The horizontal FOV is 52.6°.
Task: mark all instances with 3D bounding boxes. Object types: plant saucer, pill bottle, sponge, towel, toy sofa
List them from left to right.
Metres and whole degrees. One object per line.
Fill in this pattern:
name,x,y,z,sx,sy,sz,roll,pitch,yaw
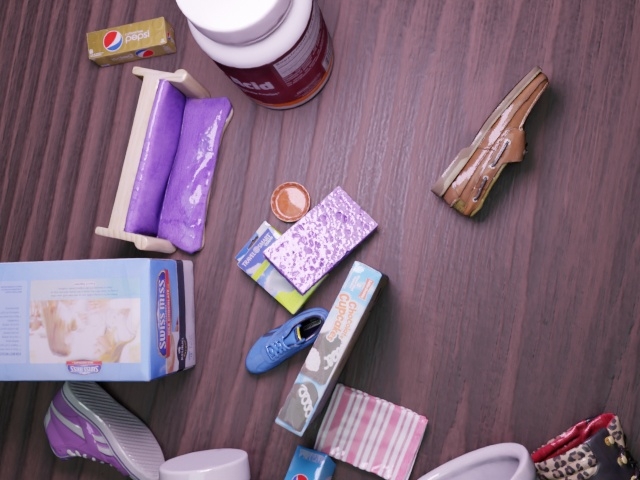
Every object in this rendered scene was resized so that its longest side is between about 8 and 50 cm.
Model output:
toy sofa,-0.313,-0.157,1.329,0.177,0.150,0.363,12,88,11
pill bottle,-0.205,0.598,1.225,0.204,0.204,0.361,-7,85,9
pill bottle,-0.111,-0.398,1.189,0.223,0.392,0.224,-1,85,10
plant saucer,-0.062,-0.080,1.349,0.083,0.013,0.084,-1,85,9
sponge,0.000,0.000,1.295,0.210,0.031,0.117,-41,79,-12
towel,0.098,0.382,1.279,0.197,0.029,0.144,19,88,11

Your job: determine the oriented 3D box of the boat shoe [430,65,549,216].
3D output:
boat shoe,0.347,-0.185,1.249,0.104,0.110,0.307,39,102,6

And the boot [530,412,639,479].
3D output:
boot,0.582,0.440,1.141,0.377,0.138,0.284,-32,81,14

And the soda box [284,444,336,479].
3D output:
soda box,-0.043,0.505,1.222,0.067,0.071,0.210,10,59,25

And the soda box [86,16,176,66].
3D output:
soda box,-0.411,-0.432,1.412,0.181,0.058,0.061,-9,84,8

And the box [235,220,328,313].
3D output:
box,-0.084,0.053,1.328,0.178,0.042,0.109,40,92,9

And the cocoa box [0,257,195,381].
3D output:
cocoa box,-0.451,0.155,1.288,0.346,0.228,0.232,-2,85,10

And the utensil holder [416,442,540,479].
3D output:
utensil holder,0.302,0.595,1.078,0.327,0.327,0.386,-31,82,6

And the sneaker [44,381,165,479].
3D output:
sneaker,-0.455,0.426,1.346,0.282,0.102,0.161,42,106,11

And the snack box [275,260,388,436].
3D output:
snack box,0.029,0.196,1.224,0.060,0.187,0.322,27,90,11

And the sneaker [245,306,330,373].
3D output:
sneaker,-0.070,0.200,1.296,0.209,0.082,0.069,-33,83,7
